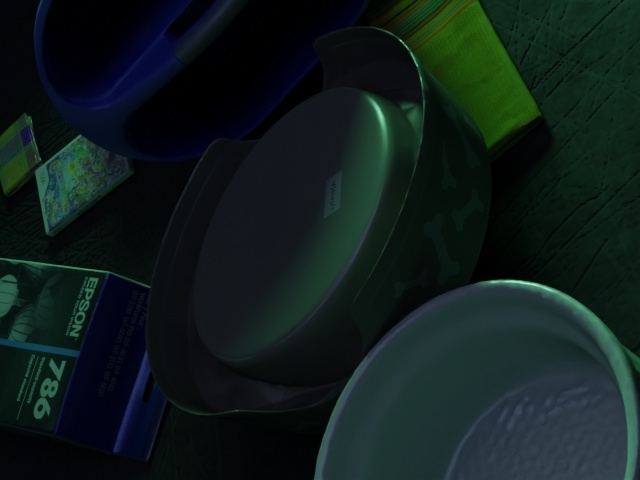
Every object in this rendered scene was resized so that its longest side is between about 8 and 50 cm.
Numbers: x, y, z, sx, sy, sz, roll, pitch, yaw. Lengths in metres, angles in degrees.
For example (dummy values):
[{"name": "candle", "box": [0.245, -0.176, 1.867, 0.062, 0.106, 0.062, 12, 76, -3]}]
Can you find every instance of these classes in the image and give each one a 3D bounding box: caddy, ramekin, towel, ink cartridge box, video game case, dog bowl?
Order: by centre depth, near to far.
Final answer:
[{"name": "ramekin", "box": [0.140, 0.179, 1.300, 0.277, 0.135, 0.277, -20, 57, 34]}, {"name": "dog bowl", "box": [0.000, 0.000, 1.492, 0.349, 0.102, 0.348, -36, 39, 36]}, {"name": "towel", "box": [0.108, -0.157, 1.576, 0.102, 0.021, 0.237, -41, 48, 21]}, {"name": "caddy", "box": [-0.106, -0.228, 1.634, 0.341, 0.241, 0.179, -46, 30, 16]}, {"name": "ink cartridge box", "box": [-0.269, 0.106, 1.762, 0.333, 0.065, 0.165, 4, 72, 42]}, {"name": "video game case", "box": [-0.241, -0.070, 1.859, 0.122, 0.011, 0.087, -36, 50, 24]}, {"name": "towel", "box": [-0.322, -0.090, 1.944, 0.060, 0.009, 0.083, -40, 47, 22]}]
